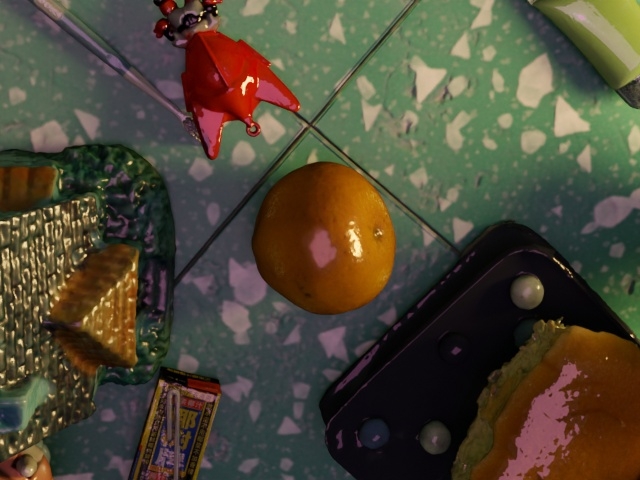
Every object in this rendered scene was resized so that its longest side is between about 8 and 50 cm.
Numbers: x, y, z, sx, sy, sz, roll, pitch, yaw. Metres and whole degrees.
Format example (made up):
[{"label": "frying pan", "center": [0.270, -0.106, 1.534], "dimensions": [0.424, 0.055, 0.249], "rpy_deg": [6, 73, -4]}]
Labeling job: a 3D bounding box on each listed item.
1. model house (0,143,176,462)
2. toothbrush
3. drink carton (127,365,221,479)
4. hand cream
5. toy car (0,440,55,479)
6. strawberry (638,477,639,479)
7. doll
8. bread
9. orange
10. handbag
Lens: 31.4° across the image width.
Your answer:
[{"label": "model house", "center": [-0.260, 0.053, 1.093], "dimensions": [0.226, 0.241, 0.261], "rpy_deg": [0, 104, -3]}, {"label": "toothbrush", "center": [-0.211, -0.184, 1.146], "dimensions": [0.276, 0.025, 0.019], "rpy_deg": [40, 98, -14]}, {"label": "drink carton", "center": [-0.164, 0.226, 1.239], "dimensions": [0.071, 0.056, 0.165], "rpy_deg": [14, 102, -12]}, {"label": "hand cream", "center": [0.304, -0.217, 1.182], "dimensions": [0.095, 0.046, 0.175], "rpy_deg": [-41, 98, 6]}, {"label": "toy car", "center": [-0.356, 0.284, 1.144], "dimensions": [0.180, 0.270, 0.212], "rpy_deg": [40, 78, -13]}, {"label": "strawberry", "center": [0.441, 0.355, 1.211], "dimensions": [0.312, 0.267, 0.351], "rpy_deg": [6, 104, -53]}, {"label": "doll", "center": [-0.106, -0.178, 1.141], "dimensions": [0.109, 0.057, 0.169], "rpy_deg": [-30, 102, -1]}, {"label": "bread", "center": [0.235, 0.202, 1.125], "dimensions": [0.174, 0.121, 0.245], "rpy_deg": [30, 89, -12]}, {"label": "orange", "center": [0.000, 0.000, 1.155], "dimensions": [0.136, 0.159, 0.159], "rpy_deg": [-8, 108, 31]}, {"label": "handbag", "center": [0.190, 0.176, 1.236], "dimensions": [0.269, 0.118, 0.325], "rpy_deg": [43, 98, -14]}]
